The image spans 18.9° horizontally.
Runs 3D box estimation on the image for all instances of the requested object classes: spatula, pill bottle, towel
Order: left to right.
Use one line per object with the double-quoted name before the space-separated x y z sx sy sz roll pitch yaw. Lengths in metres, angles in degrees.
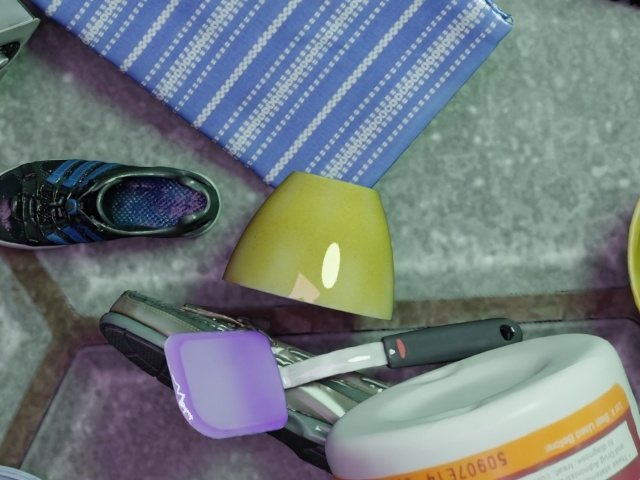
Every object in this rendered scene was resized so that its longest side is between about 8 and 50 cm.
"towel" -0.051 -0.183 1.464 0.336 0.040 0.243 37 118 -8
"spatula" 0.025 0.093 1.470 0.296 0.030 0.084 -8 72 -21
"pill bottle" 0.167 0.285 1.395 0.224 0.224 0.392 -19 95 2

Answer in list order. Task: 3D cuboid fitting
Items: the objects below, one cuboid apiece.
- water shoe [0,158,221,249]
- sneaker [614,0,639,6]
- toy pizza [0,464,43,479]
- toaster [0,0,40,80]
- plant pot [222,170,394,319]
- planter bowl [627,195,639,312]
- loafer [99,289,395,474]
"water shoe" -0.182 -0.034 1.522 0.203 0.080 0.073 -4 86 4
"sneaker" 0.276 -0.230 1.514 0.221 0.083 0.087 19 74 -1
"toy pizza" -0.268 0.278 1.533 0.201 0.032 0.201 0 87 5
"toaster" -0.333 -0.173 1.494 0.185 0.110 0.168 49 131 5
"plant pot" 0.000 0.000 1.478 0.134 0.134 0.095 13 90 5
"planter bowl" 0.342 0.014 1.479 0.217 0.090 0.217 0 87 4
"loafer" -0.042 0.104 1.511 0.267 0.096 0.084 30 69 -2
